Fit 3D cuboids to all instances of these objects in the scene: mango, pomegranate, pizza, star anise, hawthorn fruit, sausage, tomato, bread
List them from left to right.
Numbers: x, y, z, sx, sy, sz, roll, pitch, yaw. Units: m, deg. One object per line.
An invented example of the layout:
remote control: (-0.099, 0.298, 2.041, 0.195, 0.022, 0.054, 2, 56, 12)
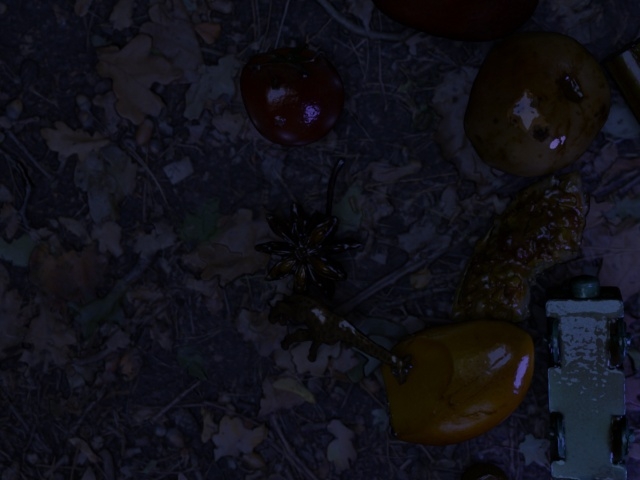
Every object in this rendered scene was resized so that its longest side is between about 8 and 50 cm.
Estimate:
tomato: (-0.044, -0.225, 1.441, 0.167, 0.167, 0.167, 1, 97, 10)
star anise: (0.001, -0.001, 1.487, 0.234, 0.073, 0.177, -37, 89, 29)
hawthorn fruit: (0.183, -0.421, 1.329, 0.307, 0.265, 0.265, 6, 98, 23)
mango: (0.225, 0.212, 1.414, 0.257, 0.138, 0.187, -24, 83, 36)
bread: (0.269, 0.406, 1.504, 0.085, 0.053, 0.085, 1, 107, 3)
pizza: (0.297, 0.018, 1.400, 0.085, 0.161, 0.305, 25, 112, -30)
pomegranate: (0.310, -0.199, 1.357, 0.215, 0.215, 0.215, 1, 97, 10)
sausage: (0.549, -0.132, 1.383, 0.082, 0.082, 0.371, -31, 91, 12)

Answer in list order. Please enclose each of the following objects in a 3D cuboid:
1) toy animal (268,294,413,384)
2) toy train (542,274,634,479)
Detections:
toy animal: (0.023, 0.151, 1.453, 0.275, 0.054, 0.149, 3, 121, 41)
toy train: (0.408, 0.207, 1.406, 0.129, 0.159, 0.326, -3, 100, 13)
